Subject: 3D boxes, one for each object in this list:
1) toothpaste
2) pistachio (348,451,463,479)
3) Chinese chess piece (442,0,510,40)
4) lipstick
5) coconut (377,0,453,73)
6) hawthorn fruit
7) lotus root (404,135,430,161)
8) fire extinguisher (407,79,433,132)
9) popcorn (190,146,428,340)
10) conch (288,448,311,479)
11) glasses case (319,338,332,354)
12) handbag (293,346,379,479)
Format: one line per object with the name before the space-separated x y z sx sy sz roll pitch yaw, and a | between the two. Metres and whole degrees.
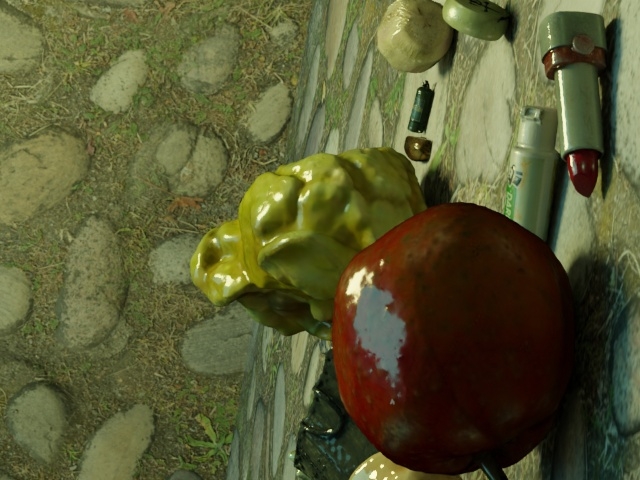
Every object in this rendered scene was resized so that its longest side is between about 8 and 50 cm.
toothpaste | 0.216 0.014 1.686 0.058 0.056 0.314 -9 -72 -57
pistachio | 0.101 0.341 1.778 0.157 0.157 0.229 -109 16 -70
Chinese chess piece | 0.193 -0.279 1.958 0.084 0.084 0.034 -100 27 -62
lipstick | 0.255 -0.131 1.549 0.057 0.063 0.186 117 152 -67
coconut | 0.134 -0.296 2.274 0.124 0.110 0.110 156 122 -72
hawthorn fruit | 0.146 0.124 1.527 0.254 0.254 0.300 110 142 -52
lotus root | 0.139 -0.135 2.325 0.083 0.030 0.037 -135 53 -79
fire extinguisher | 0.150 -0.202 2.337 0.038 0.025 0.083 -48 -26 -62
popcorn | 0.003 -0.009 2.229 0.334 0.292 0.293 -54 15 45
conch | 0.041 0.325 2.300 0.137 0.234 0.114 8 62 51
glasses case | 0.051 0.148 2.444 0.248 0.087 0.065 143 122 -76
handbag | 0.047 0.264 2.093 0.089 0.175 0.270 -32 -29 -39
